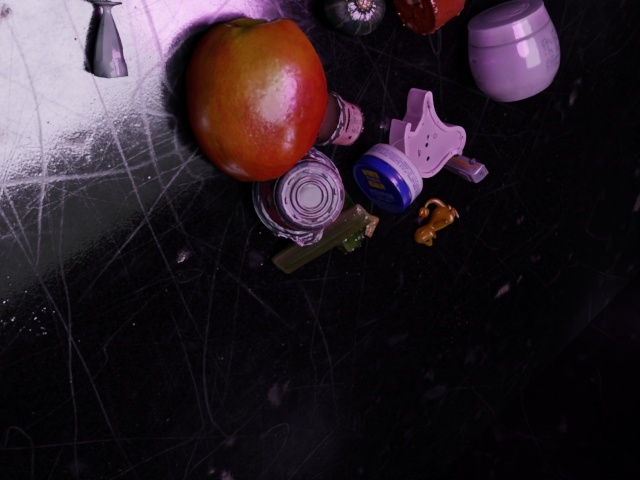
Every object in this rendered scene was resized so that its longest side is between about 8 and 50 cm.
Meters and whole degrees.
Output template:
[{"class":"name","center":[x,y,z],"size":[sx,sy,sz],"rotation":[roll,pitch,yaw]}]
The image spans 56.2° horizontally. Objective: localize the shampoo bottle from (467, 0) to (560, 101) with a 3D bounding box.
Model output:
[{"class":"shampoo bottle","center":[0.604,-0.603,1.889],"size":[0.273,0.273,0.266],"rotation":[-37,121,-19]}]

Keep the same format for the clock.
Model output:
[{"class":"clock","center":[0.343,-0.354,1.931],"size":[0.276,0.080,0.290],"rotation":[-30,128,-25]}]

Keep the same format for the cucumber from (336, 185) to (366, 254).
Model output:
[{"class":"cucumber","center":[0.038,-0.105,1.794],"size":[0.145,0.105,0.325],"rotation":[-48,130,-9]}]

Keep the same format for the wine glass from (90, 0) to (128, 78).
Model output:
[{"class":"wine glass","center":[-0.446,-0.424,1.267],"size":[0.073,0.073,0.154],"rotation":[-10,114,-36]}]

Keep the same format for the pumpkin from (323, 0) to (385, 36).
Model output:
[{"class":"pumpkin","center":[0.088,-0.618,1.563],"size":[0.167,0.125,0.167],"rotation":[-12,120,-22]}]

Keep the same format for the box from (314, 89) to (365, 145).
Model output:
[{"class":"box","center":[0.037,-0.330,1.654],"size":[0.135,0.151,0.151],"rotation":[2,110,-48]}]

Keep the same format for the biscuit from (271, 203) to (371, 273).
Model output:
[{"class":"biscuit","center":[0.000,0.000,1.761],"size":[0.323,0.038,0.099],"rotation":[-32,134,12]}]

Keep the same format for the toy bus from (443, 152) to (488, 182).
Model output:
[{"class":"toy bus","center":[0.486,-0.253,2.031],"size":[0.072,0.172,0.057],"rotation":[-49,133,-3]}]

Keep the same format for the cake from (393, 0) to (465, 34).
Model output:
[{"class":"cake","center":[0.288,-0.711,1.645],"size":[0.151,0.177,0.282],"rotation":[-40,129,-18]}]

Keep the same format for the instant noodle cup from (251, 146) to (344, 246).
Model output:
[{"class":"instant noodle cup","center":[-0.043,-0.123,1.597],"size":[0.259,0.181,0.302],"rotation":[-26,103,-9]}]

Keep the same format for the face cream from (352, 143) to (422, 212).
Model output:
[{"class":"face cream","center":[0.206,-0.191,1.813],"size":[0.111,0.206,0.205],"rotation":[-47,132,-18]}]

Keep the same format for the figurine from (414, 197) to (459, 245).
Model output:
[{"class":"figurine","center":[0.389,-0.068,2.112],"size":[0.122,0.121,0.176],"rotation":[38,95,-15]}]

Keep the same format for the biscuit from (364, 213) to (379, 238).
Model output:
[{"class":"biscuit","center":[0.150,-0.049,1.964],"size":[0.083,0.018,0.081],"rotation":[19,98,-43]}]

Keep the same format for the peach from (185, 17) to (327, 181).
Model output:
[{"class":"peach","center":[-0.152,-0.323,1.439],"size":[0.306,0.243,0.380],"rotation":[-29,127,-31]}]
